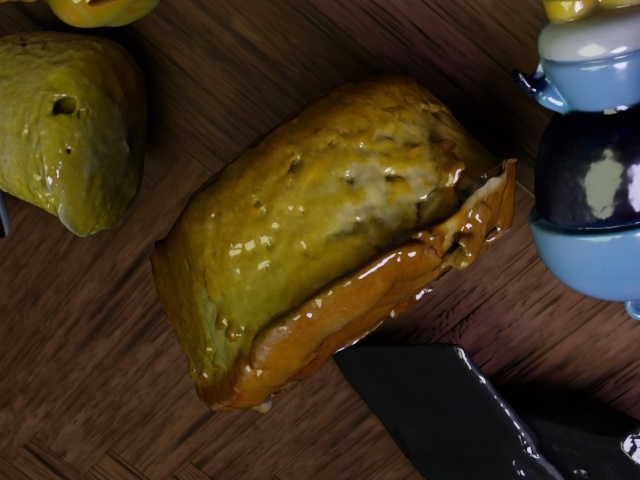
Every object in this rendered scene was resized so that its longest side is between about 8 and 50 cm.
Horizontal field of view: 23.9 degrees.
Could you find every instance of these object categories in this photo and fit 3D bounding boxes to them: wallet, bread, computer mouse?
[{"bbox_3d":[0.160,0.230,1.620,0.323,0.041,0.247,55,152,-17],"label":"wallet"},{"bbox_3d":[0.002,-0.001,1.362,0.204,0.337,0.358,51,153,0],"label":"bread"},{"bbox_3d":[0.288,0.213,1.539,0.264,0.088,0.147,12,143,53],"label":"computer mouse"},{"bbox_3d":[-0.259,-0.112,1.509,0.170,0.197,0.197,14,131,23],"label":"bread"}]

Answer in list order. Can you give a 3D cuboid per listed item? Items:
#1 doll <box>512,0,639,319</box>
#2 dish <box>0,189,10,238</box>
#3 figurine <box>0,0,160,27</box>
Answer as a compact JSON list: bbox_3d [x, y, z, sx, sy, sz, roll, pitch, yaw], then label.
[{"bbox_3d":[0.260,-0.073,1.311,0.177,0.141,0.314,-12,110,-1],"label":"doll"},{"bbox_3d":[-0.426,-0.127,1.658,0.182,0.080,0.243,10,131,21],"label":"dish"},{"bbox_3d":[-0.238,-0.261,1.435,0.246,0.131,0.156,0,148,43],"label":"figurine"}]
